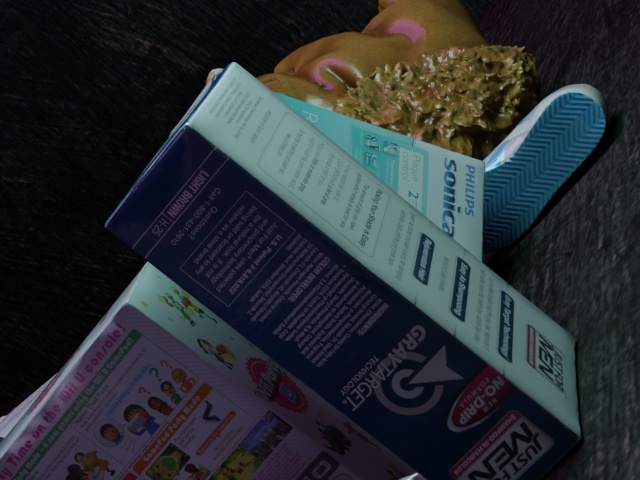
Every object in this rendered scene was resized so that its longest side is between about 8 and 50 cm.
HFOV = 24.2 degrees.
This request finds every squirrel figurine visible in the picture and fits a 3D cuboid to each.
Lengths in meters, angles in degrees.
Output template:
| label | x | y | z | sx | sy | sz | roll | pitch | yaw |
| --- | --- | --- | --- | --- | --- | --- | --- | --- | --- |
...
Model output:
| label | x | y | z | sx | sy | sz | roll | pitch | yaw |
| --- | --- | --- | --- | --- | --- | --- | --- | --- | --- |
| squirrel figurine | 0.045 | -0.144 | 1.773 | 0.370 | 0.281 | 0.397 | -11 | 17 | -28 |

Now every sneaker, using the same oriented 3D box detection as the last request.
| label | x | y | z | sx | sy | sz | roll | pitch | yaw |
| --- | --- | --- | --- | --- | --- | --- | --- | --- | --- |
| sneaker | 0.211 | -0.070 | 1.544 | 0.229 | 0.087 | 0.092 | -43 | 1 | 24 |

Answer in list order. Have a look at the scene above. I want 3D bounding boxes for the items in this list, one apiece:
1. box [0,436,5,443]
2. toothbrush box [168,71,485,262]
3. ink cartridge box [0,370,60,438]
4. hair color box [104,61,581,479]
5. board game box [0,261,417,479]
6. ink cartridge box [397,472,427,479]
| label | x | y | z | sx | sy | sz | roll | pitch | yaw |
| --- | --- | --- | --- | --- | --- | --- | --- | --- | --- |
| box | -0.390 | 0.297 | 1.229 | 0.293 | 0.395 | 0.212 | -33 | 54 | 37 |
| toothbrush box | 0.000 | 0.000 | 1.416 | 0.126 | 0.296 | 0.216 | -42 | 36 | 53 |
| ink cartridge box | -0.218 | 0.203 | 1.552 | 0.395 | 0.166 | 0.285 | -38 | 6 | 29 |
| hair color box | 0.026 | 0.034 | 1.088 | 0.105 | 0.347 | 0.174 | -49 | 8 | 21 |
| board game box | -0.085 | 0.198 | 1.159 | 0.224 | 0.303 | 0.097 | -49 | 9 | 18 |
| ink cartridge box | -0.013 | 0.293 | 0.940 | 0.226 | 0.131 | 0.306 | -55 | 9 | -28 |
